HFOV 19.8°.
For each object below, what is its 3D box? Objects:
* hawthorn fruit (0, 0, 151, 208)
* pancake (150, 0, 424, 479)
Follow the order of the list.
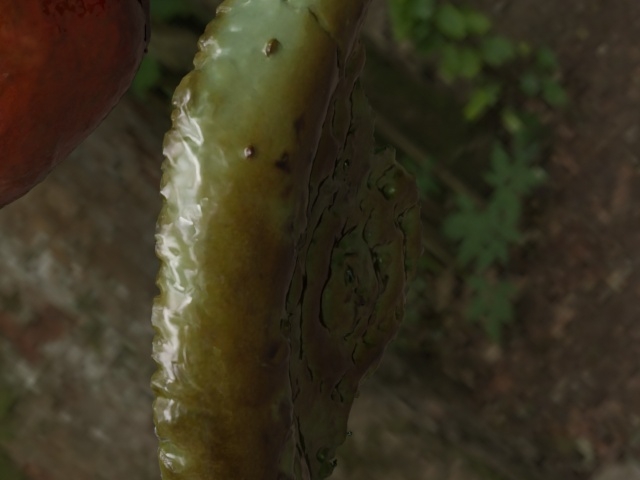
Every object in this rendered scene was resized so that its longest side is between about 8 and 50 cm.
[{"bbox_3d":[-0.285,-0.139,1.399,0.307,0.265,0.265,-65,26,21],"label":"hawthorn fruit"},{"bbox_3d":[0.004,0.001,0.777,0.054,0.197,0.376,11,97,28],"label":"pancake"}]
